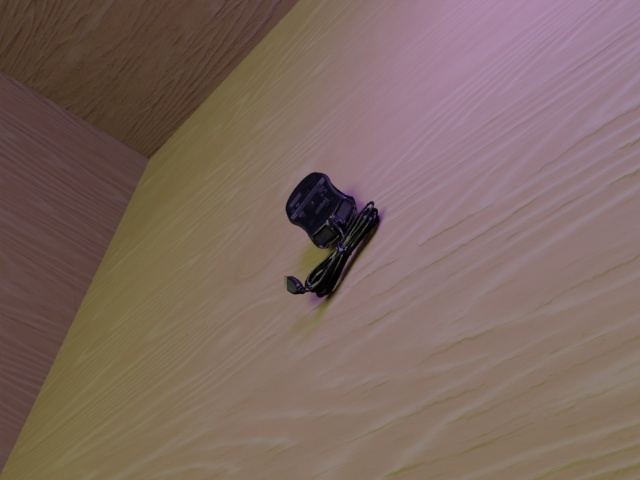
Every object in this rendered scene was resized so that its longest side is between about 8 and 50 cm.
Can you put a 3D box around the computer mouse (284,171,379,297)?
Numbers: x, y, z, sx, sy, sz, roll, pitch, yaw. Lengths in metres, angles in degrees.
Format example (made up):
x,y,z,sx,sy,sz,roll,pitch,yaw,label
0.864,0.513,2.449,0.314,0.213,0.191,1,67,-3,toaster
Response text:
x,y,z,sx,sy,sz,roll,pitch,yaw,label
0.000,0.000,1.921,0.184,0.060,0.262,-55,29,0,computer mouse
